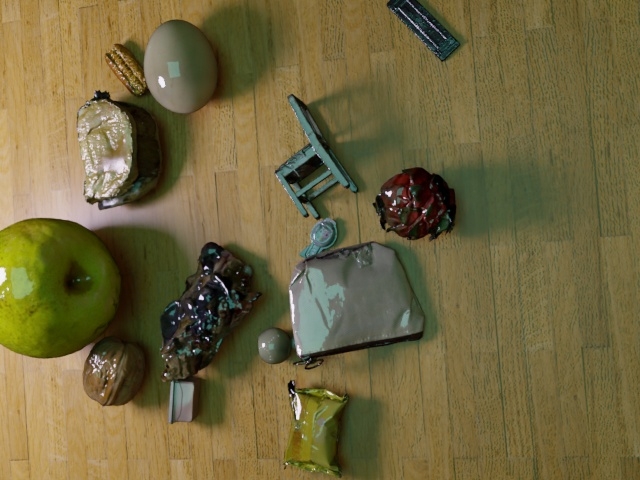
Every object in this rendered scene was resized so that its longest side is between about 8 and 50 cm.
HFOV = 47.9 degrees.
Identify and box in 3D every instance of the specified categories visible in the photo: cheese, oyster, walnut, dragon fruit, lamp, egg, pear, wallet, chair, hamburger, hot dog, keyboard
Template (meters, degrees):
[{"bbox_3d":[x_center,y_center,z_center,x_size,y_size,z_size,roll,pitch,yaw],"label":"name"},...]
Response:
[{"bbox_3d":[0.000,0.000,1.805,0.067,0.026,0.121,31,97,14],"label":"cheese"},{"bbox_3d":[-0.322,0.182,1.825,0.361,0.096,0.221,-51,54,4],"label":"oyster"},{"bbox_3d":[-0.542,0.348,1.883,0.155,0.155,0.184,19,96,14],"label":"walnut"},{"bbox_3d":[0.222,-0.083,1.677,0.188,0.182,0.183,4,90,-3],"label":"dragon fruit"},{"bbox_3d":[-0.073,0.259,1.798,0.163,0.091,0.091,-6,88,0],"label":"lamp"},{"bbox_3d":[-0.354,-0.441,1.824,0.185,0.186,0.242,-10,85,15],"label":"egg"},{"bbox_3d":[-0.715,0.119,1.837,0.390,0.391,0.392,0,89,15],"label":"pear"},{"bbox_3d":[0.073,0.153,1.745,0.335,0.068,0.275,-12,88,-2],"label":"wallet"},{"bbox_3d":[-0.042,-0.198,1.762,0.147,0.136,0.271,-34,82,11],"label":"chair"},{"bbox_3d":[-0.520,-0.239,1.892,0.211,0.132,0.309,-4,88,14],"label":"hamburger"},{"bbox_3d":[-0.518,-0.456,1.940,0.071,0.045,0.165,-41,79,9],"label":"hot dog"},{"bbox_3d":[0.249,-0.527,1.753,0.061,0.013,0.204,-44,79,10],"label":"keyboard"}]

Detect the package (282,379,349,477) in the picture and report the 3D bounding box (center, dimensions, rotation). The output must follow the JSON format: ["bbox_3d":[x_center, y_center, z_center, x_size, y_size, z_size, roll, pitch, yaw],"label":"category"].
[{"bbox_3d":[-0.015,0.465,1.770,0.168,0.090,0.227,7,88,18],"label":"package"}]

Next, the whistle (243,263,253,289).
[{"bbox_3d":[-0.195,0.108,1.852,0.035,0.035,0.100,10,93,15],"label":"whistle"}]

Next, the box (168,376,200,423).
[{"bbox_3d":[-0.351,0.410,1.864,0.062,0.089,0.122,5,90,5],"label":"box"}]
